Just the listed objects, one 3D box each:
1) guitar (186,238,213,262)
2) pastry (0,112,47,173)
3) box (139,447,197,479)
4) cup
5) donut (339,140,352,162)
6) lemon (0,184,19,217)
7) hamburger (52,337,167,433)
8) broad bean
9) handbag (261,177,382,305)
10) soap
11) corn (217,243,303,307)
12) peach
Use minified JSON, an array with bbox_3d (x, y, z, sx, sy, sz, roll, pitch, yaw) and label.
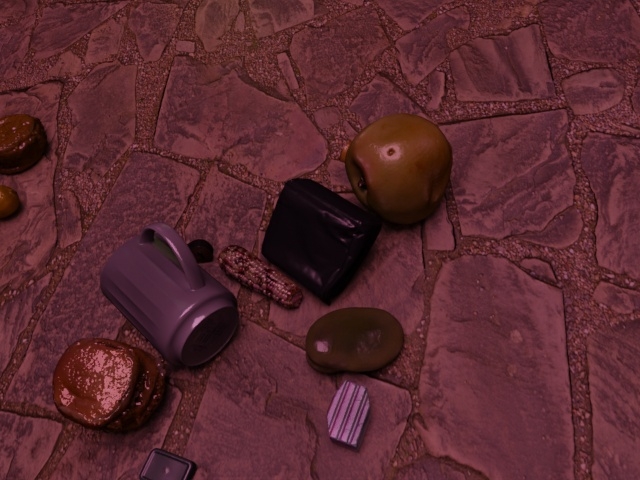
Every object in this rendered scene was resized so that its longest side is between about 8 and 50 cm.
[{"bbox_3d":[-0.454,0.055,1.766,0.271,0.083,0.038,-13,49,8],"label":"guitar"},{"bbox_3d":[-1.102,-0.361,2.104,0.240,0.132,0.235,10,60,14],"label":"pastry"},{"bbox_3d":[-0.372,0.563,1.431,0.126,0.031,0.091,15,61,17],"label":"box"},{"bbox_3d":[-0.386,0.127,1.552,0.327,0.322,0.237,36,38,27],"label":"cup"},{"bbox_3d":[0.106,-0.290,1.925,0.083,0.067,0.038,-17,41,-42],"label":"donut"},{"bbox_3d":[-1.066,-0.131,1.960,0.133,0.109,0.109,-33,56,8],"label":"lemon"},{"bbox_3d":[-0.516,0.363,1.480,0.261,0.211,0.245,-30,61,-7],"label":"hamburger"},{"bbox_3d":[0.084,0.258,1.526,0.263,0.121,0.189,-5,49,-12],"label":"broad bean"},{"bbox_3d":[0.002,-0.001,1.683,0.302,0.275,0.178,33,23,28],"label":"handbag"},{"bbox_3d":[0.070,0.424,1.437,0.100,0.056,0.149,15,61,16],"label":"soap"},{"bbox_3d":[-0.174,0.100,1.672,0.281,0.092,0.092,29,65,24],"label":"corn"},{"bbox_3d":[0.227,-0.216,1.703,0.316,0.314,0.282,-40,44,-22],"label":"peach"}]
